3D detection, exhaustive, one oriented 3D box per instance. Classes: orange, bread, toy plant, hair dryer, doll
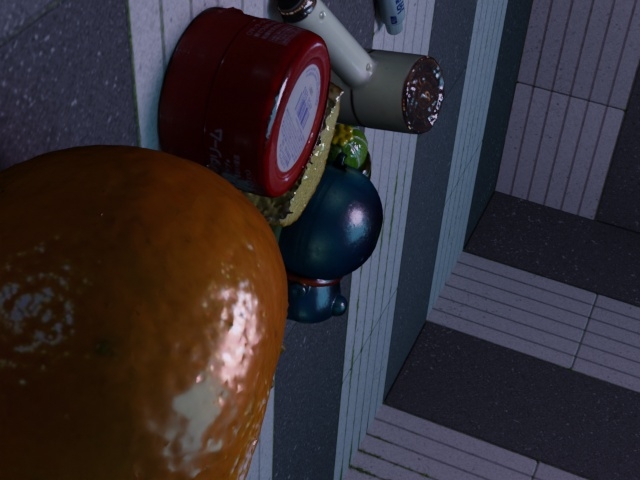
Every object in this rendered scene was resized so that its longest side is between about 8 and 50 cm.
[{"bbox_3d":[-0.208,0.120,0.929,0.424,0.326,0.423,-164,-90,-87],"label":"orange"},{"bbox_3d":[-0.060,-0.119,1.504,0.134,0.129,0.260,76,36,-74],"label":"bread"},{"bbox_3d":[0.046,-0.151,1.874,0.162,0.093,0.092,78,34,-60],"label":"toy plant"},{"bbox_3d":[0.030,-0.287,1.575,0.362,0.203,0.128,37,71,-53],"label":"hair dryer"},{"bbox_3d":[0.000,0.000,1.727,0.198,0.186,0.321,-46,153,-57],"label":"doll"}]

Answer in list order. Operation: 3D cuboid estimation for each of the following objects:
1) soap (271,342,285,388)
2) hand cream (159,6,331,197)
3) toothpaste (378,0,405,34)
[{"bbox_3d":[-0.141,0.148,1.464,0.257,0.160,0.080,56,53,-71],"label":"soap"},{"bbox_3d":[-0.089,-0.174,1.314,0.230,0.149,0.230,16,90,-76],"label":"hand cream"},{"bbox_3d":[0.117,-0.478,1.848,0.074,0.048,0.297,-61,157,-23],"label":"toothpaste"}]
